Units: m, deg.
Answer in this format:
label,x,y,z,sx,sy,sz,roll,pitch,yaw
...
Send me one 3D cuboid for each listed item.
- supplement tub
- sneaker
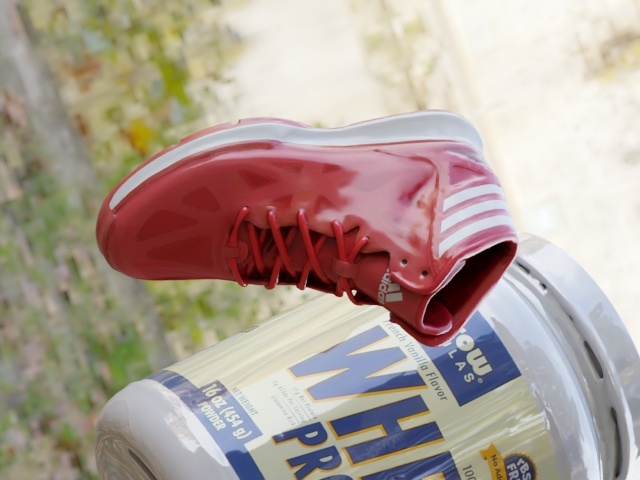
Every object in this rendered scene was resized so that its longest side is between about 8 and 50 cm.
label,x,y,z,sx,sy,sz,roll,pitch,yaw
supplement tub,0.038,0.147,1.282,0.235,0.325,0.235,48,-27,35
sneaker,0.000,0.000,1.000,0.128,0.221,0.087,-116,-165,-48
